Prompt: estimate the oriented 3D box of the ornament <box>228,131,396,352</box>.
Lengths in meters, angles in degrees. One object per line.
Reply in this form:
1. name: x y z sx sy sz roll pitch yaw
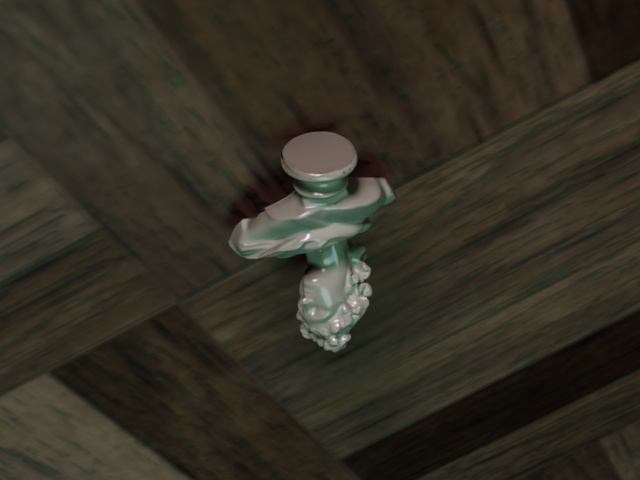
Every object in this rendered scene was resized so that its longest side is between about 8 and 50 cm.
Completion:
1. ornament: 0.001 -0.003 0.525 0.068 0.041 0.092 -34 133 6
